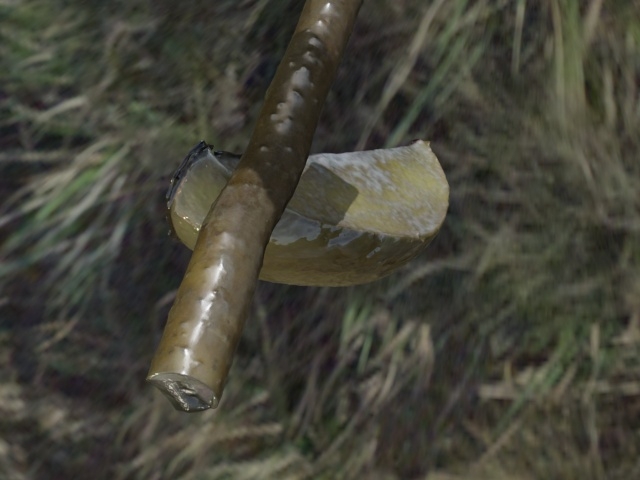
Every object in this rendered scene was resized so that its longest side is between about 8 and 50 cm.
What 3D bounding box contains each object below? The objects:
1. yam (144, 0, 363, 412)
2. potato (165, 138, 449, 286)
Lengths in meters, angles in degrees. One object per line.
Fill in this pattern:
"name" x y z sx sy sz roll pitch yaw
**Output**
"yam" -0.031 -0.044 0.964 0.045 0.327 0.045 32 142 -18
"potato" 0.000 0.002 1.165 0.100 0.261 0.120 48 121 24
